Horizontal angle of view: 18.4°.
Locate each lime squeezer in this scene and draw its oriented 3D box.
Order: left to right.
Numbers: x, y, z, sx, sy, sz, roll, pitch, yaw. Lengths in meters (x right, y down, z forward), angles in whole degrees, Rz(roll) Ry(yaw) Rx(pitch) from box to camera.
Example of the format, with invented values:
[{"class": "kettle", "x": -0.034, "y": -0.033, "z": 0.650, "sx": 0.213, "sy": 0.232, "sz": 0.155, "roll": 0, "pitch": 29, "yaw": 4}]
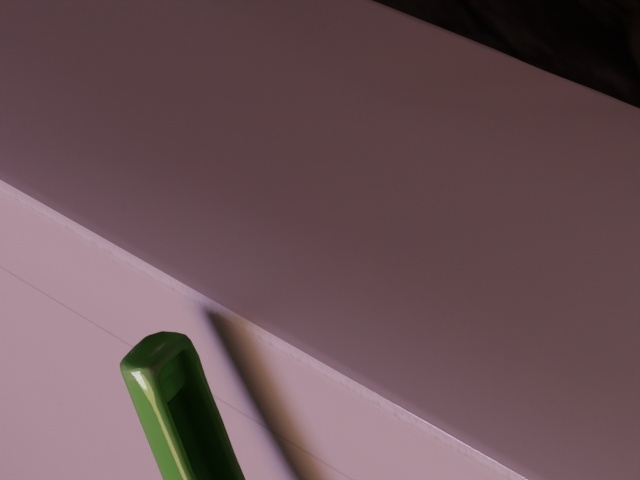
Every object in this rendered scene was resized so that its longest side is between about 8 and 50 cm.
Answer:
[{"class": "lime squeezer", "x": 0.048, "y": 0.156, "z": 0.405, "sx": 0.310, "sy": 0.059, "sz": 0.110, "roll": 46, "pitch": 156, "yaw": 1}]

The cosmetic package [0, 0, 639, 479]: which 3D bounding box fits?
[{"class": "cosmetic package", "x": 0.039, "y": 0.082, "z": 0.489, "sx": 0.377, "sy": 0.097, "sz": 0.284, "roll": 27, "pitch": 147, "yaw": 36}]
